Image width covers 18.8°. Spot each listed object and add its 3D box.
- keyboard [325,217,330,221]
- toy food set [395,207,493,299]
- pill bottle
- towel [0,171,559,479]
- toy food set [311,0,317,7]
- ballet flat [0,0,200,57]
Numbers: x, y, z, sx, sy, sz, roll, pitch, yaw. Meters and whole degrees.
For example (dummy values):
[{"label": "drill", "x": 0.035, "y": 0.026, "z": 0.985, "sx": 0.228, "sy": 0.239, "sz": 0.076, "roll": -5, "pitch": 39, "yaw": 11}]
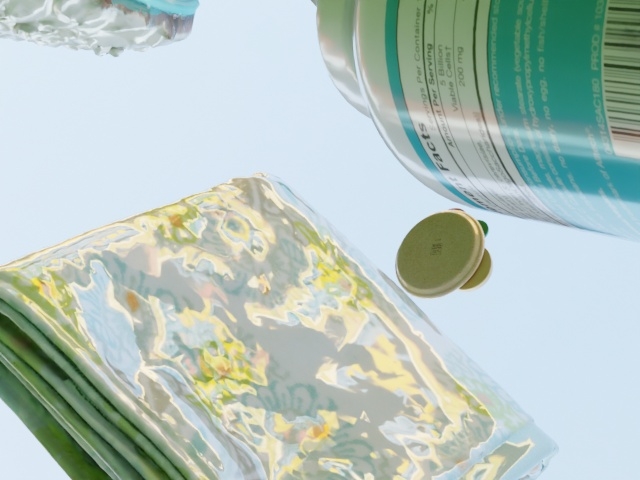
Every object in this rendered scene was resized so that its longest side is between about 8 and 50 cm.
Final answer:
[{"label": "keyboard", "x": 0.000, "y": 0.000, "z": 1.876, "sx": 0.014, "sy": 0.256, "sz": 0.072, "roll": -30, "pitch": -98, "yaw": 6}, {"label": "toy food set", "x": 0.097, "y": 0.011, "z": 1.536, "sx": 0.083, "sy": 0.020, "sz": 0.083, "roll": -22, "pitch": -129, "yaw": 23}, {"label": "pill bottle", "x": 0.111, "y": -0.074, "z": 0.685, "sx": 0.264, "sy": 0.146, "sz": 0.146, "roll": 15, "pitch": -104, "yaw": 53}, {"label": "towel", "x": -0.034, "y": 0.103, "z": 1.329, "sx": 0.320, "sy": 0.374, "sz": 0.090, "roll": 47, "pitch": -57, "yaw": 14}, {"label": "toy food set", "x": 0.088, "y": -0.192, "z": 1.258, "sx": 0.071, "sy": 0.128, "sz": 0.218, "roll": -14, "pitch": -144, "yaw": 39}, {"label": "ballet flat", "x": -0.262, "y": -0.206, "z": 1.062, "sx": 0.147, "sy": 0.409, "sz": 0.147, "roll": -45, "pitch": -154, "yaw": 29}]
